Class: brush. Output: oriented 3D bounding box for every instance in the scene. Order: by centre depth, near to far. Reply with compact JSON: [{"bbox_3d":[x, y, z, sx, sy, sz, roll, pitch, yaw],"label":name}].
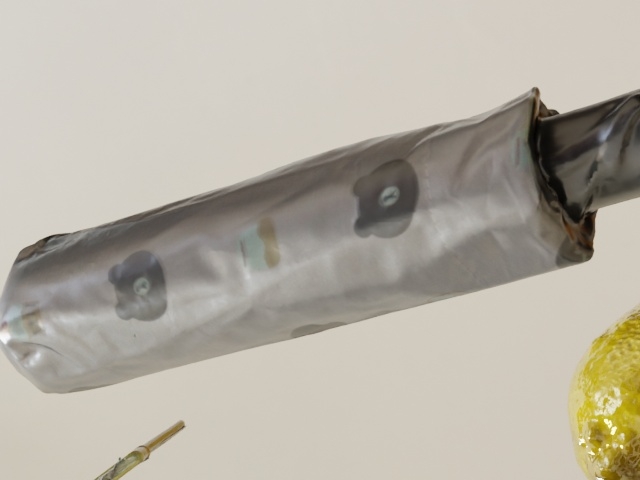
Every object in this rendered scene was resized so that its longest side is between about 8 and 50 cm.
[{"bbox_3d":[-0.122,0.141,1.065,0.082,0.010,0.218,-37,177,11],"label":"brush"}]

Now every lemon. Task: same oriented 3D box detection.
[{"bbox_3d":[0.339,0.156,1.644,0.204,0.204,0.260,-1,-146,49],"label":"lemon"}]

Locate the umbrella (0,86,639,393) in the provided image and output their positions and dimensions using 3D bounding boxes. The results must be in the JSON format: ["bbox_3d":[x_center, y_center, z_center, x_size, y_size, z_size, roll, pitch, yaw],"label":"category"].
[{"bbox_3d":[0.000,0.000,0.727,0.337,0.067,0.073,-16,-127,32],"label":"umbrella"}]
